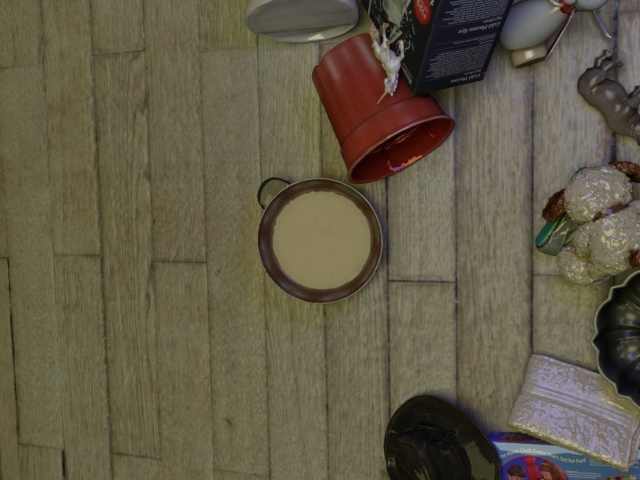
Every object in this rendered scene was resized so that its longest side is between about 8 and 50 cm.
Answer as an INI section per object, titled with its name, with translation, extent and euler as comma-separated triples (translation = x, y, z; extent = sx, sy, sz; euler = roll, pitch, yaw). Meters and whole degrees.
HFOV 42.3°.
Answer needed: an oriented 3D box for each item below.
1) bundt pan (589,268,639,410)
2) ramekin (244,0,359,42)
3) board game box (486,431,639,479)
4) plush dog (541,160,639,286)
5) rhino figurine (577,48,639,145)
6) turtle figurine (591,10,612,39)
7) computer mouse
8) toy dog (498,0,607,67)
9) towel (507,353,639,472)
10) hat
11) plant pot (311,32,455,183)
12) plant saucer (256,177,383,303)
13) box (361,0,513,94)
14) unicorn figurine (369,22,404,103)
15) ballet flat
[bundt pan]
translation = 0.747, 0.202, 1.747
extent = 0.331, 0.124, 0.330
euler = 3, 98, 23
[ramekin]
translation = -0.045, -0.570, 1.929
extent = 0.273, 0.273, 0.127
euler = -6, 80, 23
[board game box]
translation = 0.564, 0.567, 1.886
extent = 0.347, 0.078, 0.233
euler = -2, 94, 22
[plush dog]
translation = 0.595, -0.046, 1.724
extent = 0.263, 0.210, 0.225
euler = -28, 83, 10
[rhino figurine]
translation = 0.652, -0.288, 1.767
extent = 0.106, 0.073, 0.243
euler = -43, 81, 16
[turtle figurine]
translation = 0.537, -0.608, 1.715
extent = 0.266, 0.198, 0.274
euler = 27, 100, 23
[computer mouse]
translation = -0.049, -0.039, 2.089
extent = 0.262, 0.060, 0.184
euler = 24, 100, 7
[toy dog]
translation = 0.436, -0.464, 1.709
extent = 0.161, 0.333, 0.220
euler = -20, 72, -16
[towel]
translation = 0.573, 0.377, 1.826
extent = 0.282, 0.049, 0.187
euler = 17, 65, 21
[hat]
translation = 0.251, 0.533, 1.939
extent = 0.332, 0.134, 0.331
euler = 1, 92, 40
[plant pot]
translation = 0.124, -0.311, 1.893
extent = 0.272, 0.272, 0.265
euler = -33, 74, 22
[plant saucer]
translation = 0.000, 0.000, 2.029
extent = 0.311, 0.050, 0.310
euler = 1, 96, 10
[box]
translation = 0.231, -0.540, 1.714
extent = 0.179, 0.312, 0.343
euler = -15, 61, -15
[unicorn figurine]
translation = 0.142, -0.385, 1.751
extent = 0.060, 0.161, 0.111
euler = -3, 137, -4
[ballet flat]
translation = 0.556, -0.061, 1.842
extent = 0.068, 0.072, 0.213
euler = 24, 106, -10
